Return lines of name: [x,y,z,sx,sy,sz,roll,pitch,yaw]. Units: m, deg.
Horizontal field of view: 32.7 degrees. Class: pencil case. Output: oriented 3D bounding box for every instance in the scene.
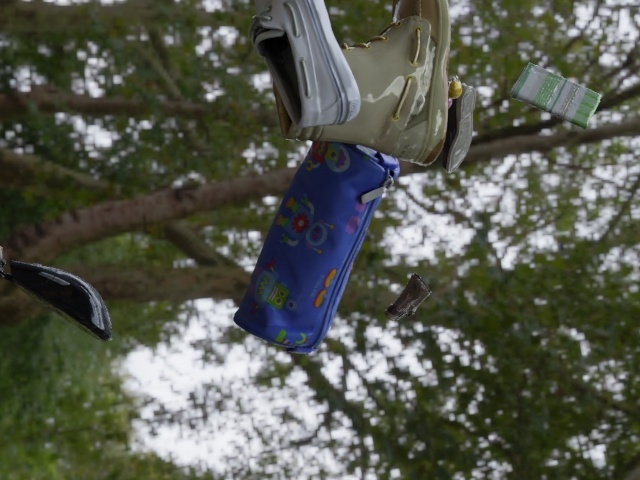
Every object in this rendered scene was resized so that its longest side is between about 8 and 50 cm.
pencil case: [0.000,0.000,1.399,0.133,0.119,0.306,34,-76,41]

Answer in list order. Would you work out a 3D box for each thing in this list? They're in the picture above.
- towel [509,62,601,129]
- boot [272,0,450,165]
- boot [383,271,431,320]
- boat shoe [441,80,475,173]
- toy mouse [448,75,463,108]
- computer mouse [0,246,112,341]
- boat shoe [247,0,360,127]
towel: [0.430,-0.262,1.997,0.152,0.113,0.023,27,-42,10]
boot: [0.047,-0.226,1.310,0.095,0.203,0.262,138,-44,-66]
boot: [0.145,0.101,1.850,0.042,0.087,0.118,53,1,25]
boat shoe: [0.271,-0.235,2.247,0.065,0.075,0.206,29,-46,29]
toy mouse: [0.214,-0.240,2.002,0.031,0.161,0.143,41,-67,1]
computer mouse: [-0.404,0.045,1.554,0.262,0.060,0.184,28,-17,19]
boat shoe: [-0.035,-0.218,1.133,0.226,0.076,0.083,62,-31,20]
